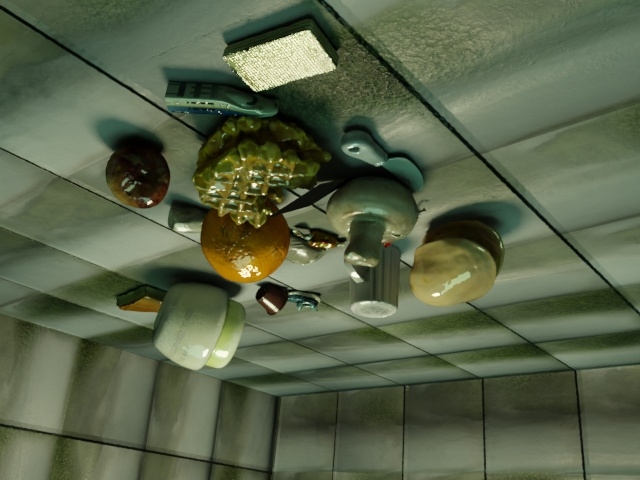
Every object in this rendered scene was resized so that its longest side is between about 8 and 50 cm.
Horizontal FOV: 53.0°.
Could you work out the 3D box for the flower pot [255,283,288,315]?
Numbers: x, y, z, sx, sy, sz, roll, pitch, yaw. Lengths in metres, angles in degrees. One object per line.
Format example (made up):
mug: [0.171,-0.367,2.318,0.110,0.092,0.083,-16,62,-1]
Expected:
flower pot: [-0.191,0.213,2.412,0.111,0.111,0.089,-19,131,42]

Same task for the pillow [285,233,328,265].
pillow: [-0.107,0.024,2.021,0.255,0.059,0.169,22,153,-35]

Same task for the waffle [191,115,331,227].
waffle: [-0.153,-0.165,1.510,0.261,0.151,0.324,21,145,-26]

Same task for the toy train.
toy train: [-0.206,-0.296,1.353,0.233,0.052,0.051,4,151,3]

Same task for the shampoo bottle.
shampoo bottle: [-0.462,0.317,2.406,0.317,0.323,0.322,20,152,-17]

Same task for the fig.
fig: [-0.482,-0.155,1.611,0.230,0.143,0.160,-6,123,38]

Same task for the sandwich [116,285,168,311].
sandwich: [-0.692,0.263,2.641,0.212,0.063,0.245,24,151,-38]

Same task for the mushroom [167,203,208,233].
mushroom: [-0.331,-0.053,1.873,0.223,0.081,0.092,9,175,-15]

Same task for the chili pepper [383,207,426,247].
chili pepper: [0.230,-0.036,1.846,0.050,0.059,0.268,46,153,2]

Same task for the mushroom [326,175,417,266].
mushroom: [0.128,-0.039,1.642,0.243,0.244,0.243,4,155,2]

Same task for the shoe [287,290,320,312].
shoe: [-0.073,0.234,2.454,0.142,0.071,0.064,11,154,-3]

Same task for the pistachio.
pistachio: [0.385,0.073,1.856,0.238,0.229,0.321,35,139,-2]

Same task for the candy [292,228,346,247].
candy: [0.000,0.000,1.961,0.182,0.047,0.053,16,155,-27]

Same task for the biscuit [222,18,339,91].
biscuit: [-0.076,-0.350,1.225,0.199,0.041,0.121,-8,155,28]

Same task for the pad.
pad: [-0.016,-0.110,1.556,0.159,0.009,0.265,-30,178,23]

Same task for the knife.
knife: [0.172,-0.186,1.545,0.080,0.044,0.331,-20,151,37]

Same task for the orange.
orange: [-0.205,-0.007,1.745,0.246,0.246,0.246,4,155,2]

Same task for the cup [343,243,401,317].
cup: [0.146,0.121,2.011,0.221,0.202,0.167,13,152,-20]
